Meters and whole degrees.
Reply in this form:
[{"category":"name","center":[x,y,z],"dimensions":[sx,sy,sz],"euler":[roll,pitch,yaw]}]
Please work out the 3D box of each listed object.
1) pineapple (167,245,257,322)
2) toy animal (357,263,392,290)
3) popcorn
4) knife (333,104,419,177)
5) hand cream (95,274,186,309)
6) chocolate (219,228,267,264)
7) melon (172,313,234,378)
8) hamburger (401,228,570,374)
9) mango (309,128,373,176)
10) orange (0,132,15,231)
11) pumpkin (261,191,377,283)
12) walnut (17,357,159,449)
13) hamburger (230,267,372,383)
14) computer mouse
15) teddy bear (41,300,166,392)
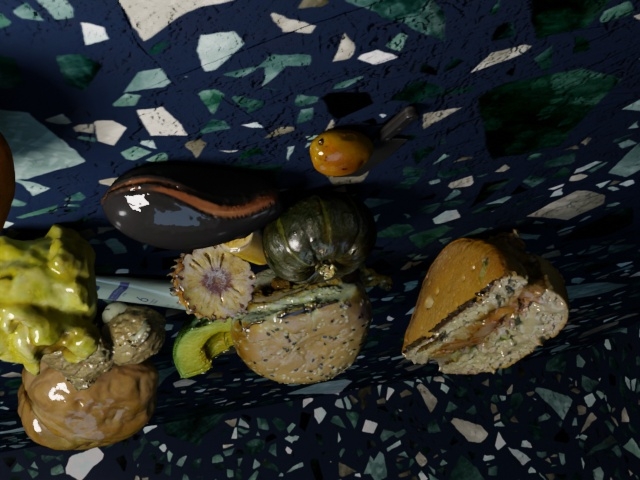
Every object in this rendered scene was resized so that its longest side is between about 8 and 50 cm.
[{"category":"pineapple","center":[-0.229,0.090,1.665],"dimensions":[0.176,0.161,0.137],"euler":[12,163,-20]},{"category":"toy animal","center":[0.074,0.115,2.033],"dimensions":[0.181,0.073,0.136],"euler":[-24,164,21]},{"category":"popcorn","center":[-0.511,0.105,1.415],"dimensions":[0.250,0.241,0.235],"euler":[-3,161,-17]},{"category":"knife","center":[0.107,-0.161,1.392],"dimensions":[0.072,0.019,0.245],"euler":[-5,162,-31]},{"category":"hand cream","center":[-0.401,0.103,1.766],"dimensions":[0.321,0.067,0.109],"euler":[10,152,-31]},{"category":"chocolate","center":[-0.128,0.013,1.622],"dimensions":[0.086,0.085,0.219],"euler":[-18,159,14]},{"category":"melon","center":[-0.257,0.210,2.030],"dimensions":[0.265,0.129,0.169],"euler":[-21,135,4]},{"category":"hamburger","center":[0.398,0.129,1.962],"dimensions":[0.268,0.287,0.445],"euler":[19,144,-15]},{"category":"mango","center":[0.036,-0.144,1.327],"dimensions":[0.114,0.060,0.080],"euler":[4,138,-34]},{"category":"orange","center":[-0.513,-0.065,0.981],"dimensions":[0.284,0.226,0.284],"euler":[-16,157,-7]},{"category":"pumpkin","center":[0.000,0.000,1.544],"dimensions":[0.224,0.157,0.223],"euler":[-13,155,-6]},{"category":"walnut","center":[-0.557,0.366,2.020],"dimensions":[0.344,0.306,0.306],"euler":[-4,160,-41]},{"category":"hamburger","center":[-0.037,0.188,1.879],"dimensions":[0.318,0.195,0.277],"euler":[-17,130,2]},{"category":"computer mouse","center":[-0.205,-0.044,1.377],"dimensions":[0.323,0.116,0.183],"euler":[2,160,-37]},{"category":"teddy bear","center":[-0.461,0.215,1.792],"dimensions":[0.256,0.156,0.267],"euler":[-24,-173,-1]}]
